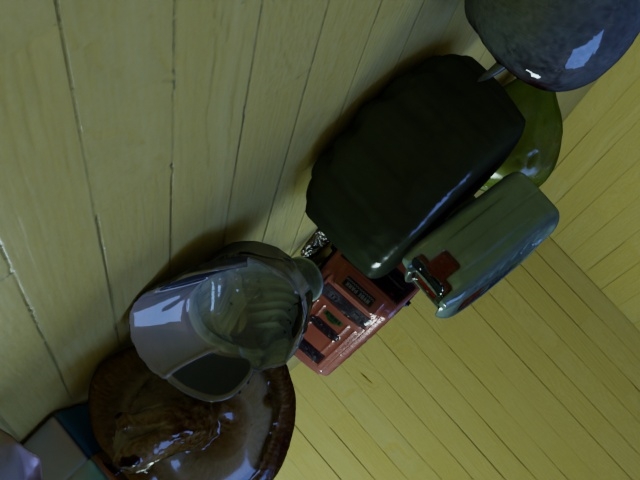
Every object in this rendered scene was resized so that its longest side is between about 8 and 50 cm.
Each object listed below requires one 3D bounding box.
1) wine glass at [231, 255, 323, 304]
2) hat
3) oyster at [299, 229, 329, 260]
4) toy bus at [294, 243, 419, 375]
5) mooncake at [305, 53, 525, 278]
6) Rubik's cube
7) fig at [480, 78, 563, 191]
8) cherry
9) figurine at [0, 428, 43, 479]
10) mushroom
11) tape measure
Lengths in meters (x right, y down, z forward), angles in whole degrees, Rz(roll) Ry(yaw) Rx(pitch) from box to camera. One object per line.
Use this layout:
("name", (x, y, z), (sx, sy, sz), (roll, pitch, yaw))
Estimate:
("wine glass", (-0.070, 0.187, 1.746), (0.096, 0.264, 0.309), (-29, 178, 32))
("hat", (-0.149, 0.104, 1.399), (0.275, 0.161, 0.232), (-15, 116, -26))
("oyster", (0.001, 0.001, 1.886), (0.086, 0.029, 0.132), (-39, 172, -14))
("toy bus", (0.065, 0.118, 2.029), (0.233, 0.203, 0.427), (-48, 178, -33))
("mooncake", (0.142, -0.119, 1.456), (0.356, 0.194, 0.356), (-44, 173, -6))
("Rubik's cube", (-0.394, 0.470, 1.623), (0.291, 0.290, 0.291), (-43, 171, 10))
("fig", (0.397, -0.249, 2.011), (0.233, 0.233, 0.314), (-25, 117, -59))
("cherry", (0.306, -0.311, 1.195), (0.296, 0.218, 0.255), (-58, 165, 22))
("figurine", (-0.463, 0.311, 1.129), (0.276, 0.133, 0.200), (-30, 148, -55))
("mushroom", (-0.192, 0.292, 1.487), (0.345, 0.345, 0.259), (-39, -165, -16))
("tape measure", (0.234, 0.011, 1.456), (0.243, 0.125, 0.246), (-36, 168, -12))
